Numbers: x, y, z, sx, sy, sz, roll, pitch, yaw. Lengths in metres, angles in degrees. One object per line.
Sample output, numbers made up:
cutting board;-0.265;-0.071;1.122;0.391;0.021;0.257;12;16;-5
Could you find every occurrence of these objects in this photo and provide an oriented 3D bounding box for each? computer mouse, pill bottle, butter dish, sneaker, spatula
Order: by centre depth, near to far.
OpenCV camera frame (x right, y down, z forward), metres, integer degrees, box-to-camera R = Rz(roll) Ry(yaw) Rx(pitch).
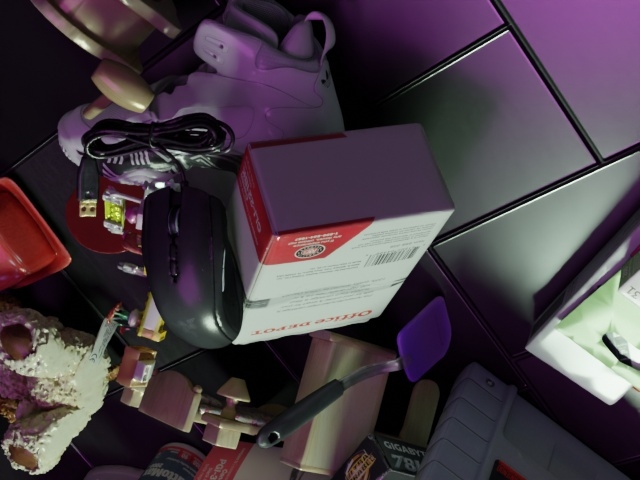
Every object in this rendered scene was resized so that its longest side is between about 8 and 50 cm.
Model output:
computer mouse;-0.177;-0.003;1.035;0.184;0.060;0.262;5;111;18
sneaker;-0.141;-0.177;1.145;0.366;0.137;0.210;6;123;15
spatula;0.047;0.170;1.212;0.030;0.296;0.084;33;146;56
butter dish;-0.472;0.014;1.430;0.160;0.118;0.160;-21;111;34
pill bottle;-0.247;0.413;1.553;0.108;0.180;0.108;12;126;17

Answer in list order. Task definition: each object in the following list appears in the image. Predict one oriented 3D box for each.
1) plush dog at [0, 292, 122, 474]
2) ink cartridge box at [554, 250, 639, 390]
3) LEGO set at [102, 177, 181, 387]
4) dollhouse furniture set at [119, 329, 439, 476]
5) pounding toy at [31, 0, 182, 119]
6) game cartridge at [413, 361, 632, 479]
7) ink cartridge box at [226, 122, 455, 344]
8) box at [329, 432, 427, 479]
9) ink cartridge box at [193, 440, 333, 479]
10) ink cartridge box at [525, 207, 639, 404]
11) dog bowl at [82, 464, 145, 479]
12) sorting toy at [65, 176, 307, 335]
plush dog;-0.426;0.184;1.510;0.225;0.210;0.262;18;117;36
ink cartridge box;0.383;0.087;1.055;0.171;0.056;0.235;36;126;-3
LEGO set;-0.226;0.037;1.196;0.107;0.132;0.287;17;124;0
dollhouse furniture set;-0.057;0.202;1.391;0.303;0.174;0.355;21;172;-36
pounding toy;-0.254;-0.233;1.056;0.155;0.269;0.154;-43;121;13
game cartridge;0.289;0.331;1.221;0.355;0.230;0.068;37;127;-2
ink cartridge box;0.000;0.000;1.098;0.197;0.114;0.273;-9;154;-20
box;0.097;0.402;1.309;0.295;0.073;0.293;21;113;-36
ink cartridge box;-0.032;0.426;1.502;0.283;0.117;0.207;4;123;23
ink cartridge box;0.406;0.093;1.120;0.239;0.060;0.275;34;129;2
dog bowl;-0.316;0.553;1.730;0.348;0.102;0.349;12;126;17
sorting toy;-0.166;0.037;1.338;0.365;0.127;0.126;26;158;3
